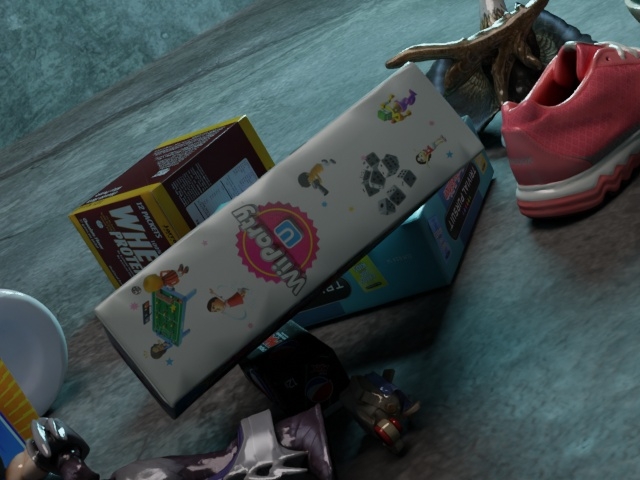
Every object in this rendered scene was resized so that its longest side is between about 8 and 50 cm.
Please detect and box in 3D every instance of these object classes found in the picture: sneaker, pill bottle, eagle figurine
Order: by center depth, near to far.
[{"bbox_3d":[0.297,-0.150,1.163,0.314,0.136,0.116,-38,22,-26],"label":"sneaker"},{"bbox_3d":[-0.424,0.133,1.383,0.160,0.160,0.283,-39,21,-30],"label":"pill bottle"},{"bbox_3d":[0.224,-0.214,1.426,0.226,0.225,0.298,20,-1,12],"label":"eagle figurine"}]

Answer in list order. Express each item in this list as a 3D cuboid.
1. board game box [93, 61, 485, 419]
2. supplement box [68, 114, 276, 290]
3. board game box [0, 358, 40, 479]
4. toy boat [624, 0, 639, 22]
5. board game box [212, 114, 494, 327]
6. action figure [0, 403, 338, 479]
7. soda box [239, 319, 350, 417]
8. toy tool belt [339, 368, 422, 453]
[{"bbox_3d":[-0.032,0.009,0.958,0.303,0.097,0.224,-39,-4,-12],"label":"board game box"},{"bbox_3d":[-0.183,-0.045,1.547,0.191,0.129,0.194,-12,25,46],"label":"supplement box"},{"bbox_3d":[-0.452,0.225,0.879,0.357,0.356,0.356,-21,20,19],"label":"board game box"},{"bbox_3d":[0.496,-0.329,1.335,0.268,0.148,0.318,-28,19,-1],"label":"toy boat"},{"bbox_3d":[0.000,0.000,1.269,0.336,0.079,0.253,-18,21,27],"label":"board game box"},{"bbox_3d":[-0.128,0.185,0.823,0.285,0.185,0.099,-13,42,-1],"label":"action figure"},{"bbox_3d":[-0.031,0.111,1.062,0.060,0.053,0.169,-33,19,-12],"label":"soda box"},{"bbox_3d":[0.052,0.126,0.917,0.051,0.052,0.083,-41,22,-10],"label":"toy tool belt"}]
